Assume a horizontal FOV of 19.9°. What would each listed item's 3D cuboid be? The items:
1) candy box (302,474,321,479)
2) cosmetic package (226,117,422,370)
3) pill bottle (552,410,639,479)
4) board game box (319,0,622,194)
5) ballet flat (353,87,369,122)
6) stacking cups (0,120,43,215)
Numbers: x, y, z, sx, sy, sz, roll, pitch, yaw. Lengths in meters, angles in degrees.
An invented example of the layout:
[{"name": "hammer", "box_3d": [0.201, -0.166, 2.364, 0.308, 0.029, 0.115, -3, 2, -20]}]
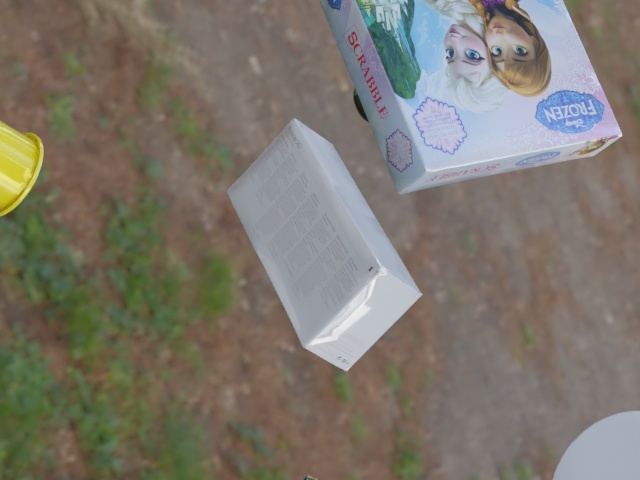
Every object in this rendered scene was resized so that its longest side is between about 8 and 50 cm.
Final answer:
[{"name": "candy box", "box_3d": [0.117, 0.426, 2.099, 0.122, 0.317, 0.268, -53, 126, -22]}, {"name": "cosmetic package", "box_3d": [0.000, 0.000, 1.598, 0.060, 0.099, 0.239, 30, 20, -36]}, {"name": "pill bottle", "box_3d": [0.398, 0.315, 1.895, 0.363, 0.210, 0.210, 35, 41, -47]}, {"name": "board game box", "box_3d": [0.169, -0.230, 2.150, 0.318, 0.066, 0.318, -13, 74, -36]}, {"name": "ballet flat", "box_3d": [0.183, -0.184, 2.289, 0.096, 0.280, 0.095, 97, -12, -76]}, {"name": "stacking cups", "box_3d": [-0.415, -0.129, 1.730, 0.316, 0.096, 0.096, 31, 43, -36]}]
